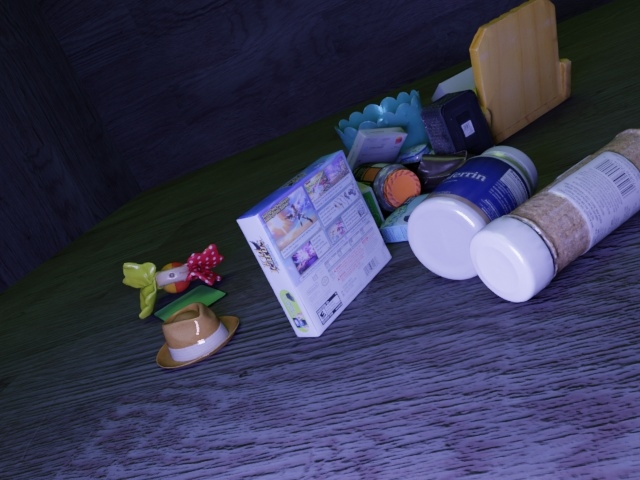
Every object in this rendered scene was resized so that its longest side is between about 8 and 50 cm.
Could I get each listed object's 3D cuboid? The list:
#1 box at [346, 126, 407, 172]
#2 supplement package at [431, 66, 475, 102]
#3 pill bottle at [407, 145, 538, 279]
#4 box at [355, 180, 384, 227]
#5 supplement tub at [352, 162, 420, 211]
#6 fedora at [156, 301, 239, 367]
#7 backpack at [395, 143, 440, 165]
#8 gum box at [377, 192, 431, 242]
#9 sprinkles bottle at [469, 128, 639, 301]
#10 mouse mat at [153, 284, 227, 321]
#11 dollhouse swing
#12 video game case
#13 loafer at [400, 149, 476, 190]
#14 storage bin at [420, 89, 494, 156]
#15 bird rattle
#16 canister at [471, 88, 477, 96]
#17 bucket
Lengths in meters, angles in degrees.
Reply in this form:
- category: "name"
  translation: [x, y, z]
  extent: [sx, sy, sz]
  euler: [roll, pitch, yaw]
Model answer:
- category: "box"
  translation: [0.131, -0.206, 1.662]
  extent: [0.145, 0.186, 0.038]
  euler: [-11, 50, -36]
- category: "supplement package"
  translation: [0.482, -0.496, 2.129]
  extent: [0.179, 0.105, 0.105]
  euler: [-29, -12, -14]
- category: "pill bottle"
  translation: [0.277, -0.059, 1.119]
  extent: [0.153, 0.153, 0.265]
  euler: [-8, 24, 44]
- category: "box"
  translation: [-0.001, -0.040, 1.494]
  extent: [0.231, 0.126, 0.262]
  euler: [-26, 18, -8]
- category: "supplement tub"
  translation: [0.156, -0.130, 1.549]
  extent: [0.117, 0.117, 0.190]
  euler: [-30, 19, -16]
- category: "fedora"
  translation: [-0.259, 0.179, 1.282]
  extent: [0.194, 0.079, 0.194]
  euler: [-22, 18, 8]
- category: "backpack"
  translation: [0.261, -0.204, 1.674]
  extent: [0.114, 0.084, 0.105]
  euler: [-4, 30, 43]
- category: "gum box"
  translation: [0.233, -0.055, 1.352]
  extent: [0.184, 0.041, 0.157]
  euler: [-7, 25, 42]
- category: "sprinkles bottle"
  translation: [0.393, -0.045, 0.975]
  extent: [0.355, 0.121, 0.121]
  euler: [-32, 18, -22]
- category: "mouse mat"
  translation: [-0.320, 0.156, 1.552]
  extent: [0.152, 0.007, 0.190]
  euler: [-33, 20, -24]
- category: "dollhouse swing"
  translation: [0.468, -0.452, 1.749]
  extent: [0.347, 0.305, 0.315]
  euler: [-33, 19, -20]
- category: "video game case"
  translation: [0.000, 0.000, 1.169]
  extent: [0.061, 0.244, 0.269]
  euler: [-9, 23, 42]
- category: "loafer"
  translation: [0.272, -0.172, 1.547]
  extent: [0.220, 0.078, 0.080]
  euler: [-16, 42, 41]
- category: "storage bin"
  translation: [0.346, -0.274, 1.600]
  extent: [0.122, 0.180, 0.084]
  euler: [-32, 20, -22]
- category: "bird rattle"
  translation: [-0.370, 0.084, 1.629]
  extent: [0.253, 0.143, 0.207]
  euler: [-25, 0, -10]
- category: "canister"
  translation: [0.535, -0.457, 2.014]
  extent: [0.170, 0.073, 0.126]
  euler: [-29, -6, -18]
- category: "bucket"
  translation: [0.201, -0.312, 1.907]
  extent: [0.281, 0.183, 0.281]
  euler: [-23, 18, 8]
